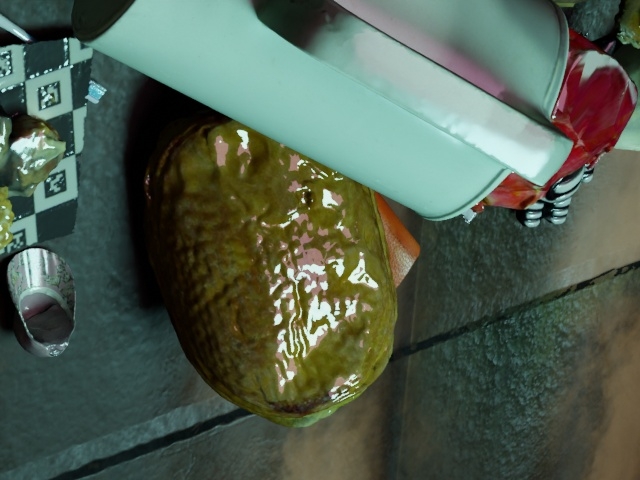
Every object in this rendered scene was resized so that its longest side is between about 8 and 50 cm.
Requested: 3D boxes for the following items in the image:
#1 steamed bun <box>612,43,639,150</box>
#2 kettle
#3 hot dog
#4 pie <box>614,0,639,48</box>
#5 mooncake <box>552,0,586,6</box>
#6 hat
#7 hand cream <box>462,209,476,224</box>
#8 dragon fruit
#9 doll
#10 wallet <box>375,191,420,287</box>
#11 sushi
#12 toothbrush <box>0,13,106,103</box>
[{"bbox_3d":[0.383,-0.162,1.894,0.238,0.170,0.153,-1,90,-46],"label":"steamed bun"},{"bbox_3d":[0.016,-0.166,1.370,0.318,0.265,0.205,29,68,-24],"label":"kettle"},{"bbox_3d":[-0.036,0.012,1.552,0.196,0.122,0.272,-19,104,-8],"label":"hot dog"},{"bbox_3d":[0.382,-0.310,1.740,0.105,0.257,0.274,-46,127,-72],"label":"pie"},{"bbox_3d":[0.198,-0.385,1.522,0.394,0.246,0.393,-39,141,-17],"label":"mooncake"},{"bbox_3d":[-0.225,0.050,1.514,0.058,0.042,0.087,-23,93,-38],"label":"hat"},{"bbox_3d":[0.093,-0.100,1.725,0.084,0.050,0.257,-55,140,0],"label":"hand cream"},{"bbox_3d":[0.170,-0.121,1.653,0.261,0.189,0.163,34,50,-38],"label":"dragon fruit"},{"bbox_3d":[0.227,-0.111,1.833,0.091,0.067,0.219,-6,127,-18],"label":"doll"},{"bbox_3d":[0.000,0.000,1.692,0.142,0.045,0.204,-48,138,-9],"label":"wallet"},{"bbox_3d":[-0.251,-0.049,1.409,0.210,0.040,0.193,-15,127,-37],"label":"sushi"},{"bbox_3d":[-0.215,-0.142,1.424,0.017,0.014,0.162,-46,139,7],"label":"toothbrush"}]
